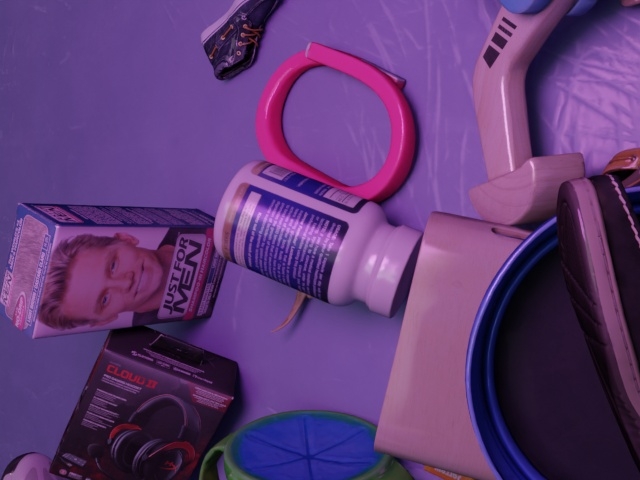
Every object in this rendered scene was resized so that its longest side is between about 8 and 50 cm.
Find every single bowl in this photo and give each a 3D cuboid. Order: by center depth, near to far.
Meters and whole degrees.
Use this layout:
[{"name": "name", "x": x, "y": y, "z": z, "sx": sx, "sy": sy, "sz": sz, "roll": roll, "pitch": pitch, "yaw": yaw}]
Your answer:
[{"name": "bowl", "x": 0.344, "y": 0.137, "z": 0.777, "sx": 0.391, "sy": 0.077, "sz": 0.391, "roll": 1, "pitch": 94, "yaw": 9}]

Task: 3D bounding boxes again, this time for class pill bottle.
[{"name": "pill bottle", "x": 0.000, "y": 0.000, "z": 1.054, "sx": 0.264, "sy": 0.153, "sz": 0.153, "roll": 22, "pitch": 104, "yaw": 16}]

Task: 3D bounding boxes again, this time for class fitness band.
[{"name": "fitness band", "x": 0.018, "y": -0.171, "z": 1.134, "sx": 0.291, "sy": 0.054, "sz": 0.209, "roll": 32, "pitch": 109, "yaw": 34}]

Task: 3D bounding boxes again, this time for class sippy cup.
[{"name": "sippy cup", "x": -0.016, "y": 0.387, "z": 1.070, "sx": 0.305, "sy": 0.240, "sz": 0.224, "roll": 22, "pitch": 115, "yaw": 58}]

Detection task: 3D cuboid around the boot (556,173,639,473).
[{"name": "boot", "x": 0.386, "y": 0.082, "z": 0.657, "sx": 0.284, "sy": 0.138, "sz": 0.377, "roll": -22, "pitch": 93, "yaw": 11}]

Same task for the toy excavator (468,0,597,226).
[{"name": "toy excavator", "x": 0.241, "y": -0.298, "z": 0.879, "sx": 0.445, "sy": 0.222, "sz": 0.433, "roll": 114, "pitch": 141, "yaw": -50}]

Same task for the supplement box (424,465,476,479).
[{"name": "supplement box", "x": 0.200, "y": 0.194, "z": 0.982, "sx": 0.078, "sy": 0.080, "sz": 0.233, "roll": 13, "pitch": 100, "yaw": 39}]

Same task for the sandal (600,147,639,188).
[{"name": "sandal", "x": 0.359, "y": -0.081, "z": 0.854, "sx": 0.219, "sy": 0.090, "sz": 0.060, "roll": -44, "pitch": 56, "yaw": 29}]

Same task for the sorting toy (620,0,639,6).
[{"name": "sorting toy", "x": 0.423, "y": -0.358, "z": 0.831, "sx": 0.196, "sy": 0.047, "sz": 0.348, "roll": -3, "pitch": 88, "yaw": 42}]

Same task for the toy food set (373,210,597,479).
[{"name": "toy food set", "x": 0.201, "y": 0.135, "z": 0.892, "sx": 0.219, "sy": 0.092, "sz": 0.306, "roll": 13, "pitch": 95, "yaw": 11}]

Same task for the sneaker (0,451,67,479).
[{"name": "sneaker", "x": -0.410, "y": 0.571, "z": 1.421, "sx": 0.257, "sy": 0.169, "sz": 0.447, "roll": -31, "pitch": 80, "yaw": 24}]

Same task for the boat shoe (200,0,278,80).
[{"name": "boat shoe", "x": -0.118, "y": -0.335, "z": 1.234, "sx": 0.183, "sy": 0.065, "sz": 0.083, "roll": -31, "pitch": 75, "yaw": 39}]

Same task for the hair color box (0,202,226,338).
[{"name": "hair color box", "x": -0.306, "y": 0.041, "z": 1.195, "sx": 0.105, "sy": 0.347, "sz": 0.174, "roll": 25, "pitch": 106, "yaw": 34}]

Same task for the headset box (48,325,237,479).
[{"name": "headset box", "x": -0.283, "y": 0.276, "z": 1.257, "sx": 0.293, "sy": 0.218, "sz": 0.110, "roll": -61, "pitch": 15, "yaw": 20}]

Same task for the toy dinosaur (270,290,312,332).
[{"name": "toy dinosaur", "x": -0.018, "y": 0.062, "z": 1.174, "sx": 0.092, "sy": 0.053, "sz": 0.183, "roll": 12, "pitch": 90, "yaw": 52}]
